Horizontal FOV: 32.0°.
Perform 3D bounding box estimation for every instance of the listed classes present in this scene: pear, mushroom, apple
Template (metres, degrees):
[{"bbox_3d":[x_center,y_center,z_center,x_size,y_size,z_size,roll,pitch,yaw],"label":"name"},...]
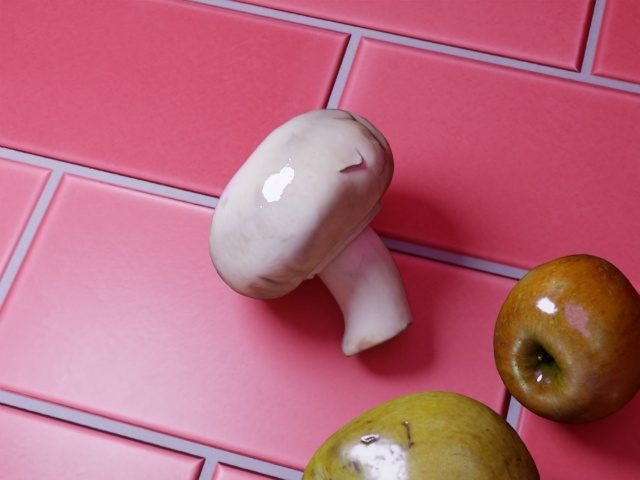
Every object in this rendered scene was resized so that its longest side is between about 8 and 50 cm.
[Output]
[{"bbox_3d":[0.120,0.341,1.397,0.304,0.304,0.303,-1,61,1],"label":"pear"},{"bbox_3d":[-0.031,-0.017,1.626,0.315,0.355,0.315,3,17,-1],"label":"mushroom"},{"bbox_3d":[0.353,0.134,1.548,0.237,0.236,0.208,41,46,21],"label":"apple"}]
